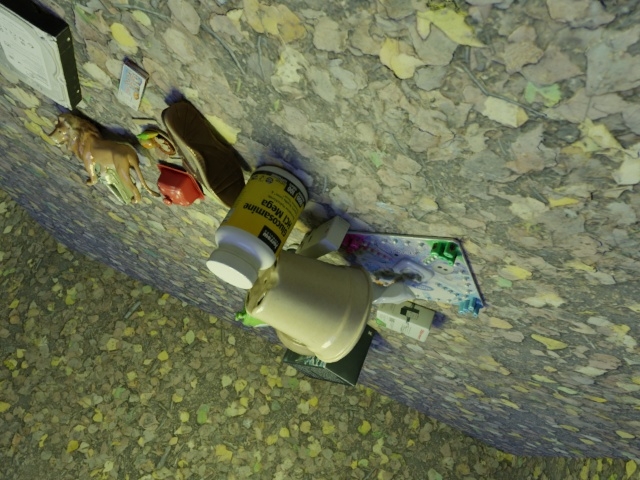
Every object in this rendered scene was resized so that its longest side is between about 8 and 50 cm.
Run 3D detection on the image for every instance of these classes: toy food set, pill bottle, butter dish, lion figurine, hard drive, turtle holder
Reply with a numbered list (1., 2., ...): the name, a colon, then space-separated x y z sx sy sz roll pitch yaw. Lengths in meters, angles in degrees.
1. toy food set: -0.525 -0.309 1.380 0.132 0.038 0.192 10 150 31
2. pill bottle: -0.183 -0.038 1.231 0.188 0.334 0.188 21 154 11
3. butter dish: -0.524 -0.178 1.532 0.160 0.118 0.160 18 153 16
4. lion figurine: -0.735 -0.294 1.477 0.392 0.142 0.240 16 126 11
5. hard drive: -0.813 -0.538 1.195 0.237 0.064 0.339 33 154 -12
6. turtle holder: -0.293 0.328 2.128 0.227 0.243 0.320 14 147 -13

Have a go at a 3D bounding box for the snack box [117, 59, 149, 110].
1. snack box: -0.523 -0.426 1.181 0.064 0.022 0.178 37 153 -18

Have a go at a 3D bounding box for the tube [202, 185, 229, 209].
1. tube: -0.316 -0.135 1.496 0.240 0.062 0.070 29 114 6

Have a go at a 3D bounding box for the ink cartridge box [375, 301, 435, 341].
1. ink cartridge box: 0.332 0.306 1.677 0.208 0.087 0.153 20 153 15

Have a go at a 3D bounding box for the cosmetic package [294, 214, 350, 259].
1. cosmetic package: 0.000 0.000 1.404 0.060 0.099 0.239 34 153 -16

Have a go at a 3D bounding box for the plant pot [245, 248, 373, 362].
1. plant pot: -0.055 0.179 1.348 0.305 0.333 0.334 26 156 -24

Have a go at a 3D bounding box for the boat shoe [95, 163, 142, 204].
1. boat shoe: -0.833 -0.260 1.691 0.109 0.094 0.302 10 150 30

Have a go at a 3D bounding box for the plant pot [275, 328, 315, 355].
1. plant pot: -0.027 0.257 1.721 0.323 0.323 0.280 19 137 15

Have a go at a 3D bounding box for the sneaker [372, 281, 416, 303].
1. sneaker: 0.231 0.193 1.472 0.094 0.080 0.212 30 156 -35

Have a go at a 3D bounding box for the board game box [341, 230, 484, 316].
1. board game box: 0.298 0.113 1.394 0.390 0.050 0.390 6 148 37

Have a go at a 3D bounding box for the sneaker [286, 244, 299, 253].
1. sneaker: -0.128 0.103 1.685 0.079 0.121 0.217 30 154 -9

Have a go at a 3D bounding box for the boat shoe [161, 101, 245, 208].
1. boat shoe: -0.346 -0.241 1.249 0.123 0.123 0.342 11 143 49

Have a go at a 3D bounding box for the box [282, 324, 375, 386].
1. box: 0.036 0.533 2.137 0.212 0.293 0.395 38 151 -24
